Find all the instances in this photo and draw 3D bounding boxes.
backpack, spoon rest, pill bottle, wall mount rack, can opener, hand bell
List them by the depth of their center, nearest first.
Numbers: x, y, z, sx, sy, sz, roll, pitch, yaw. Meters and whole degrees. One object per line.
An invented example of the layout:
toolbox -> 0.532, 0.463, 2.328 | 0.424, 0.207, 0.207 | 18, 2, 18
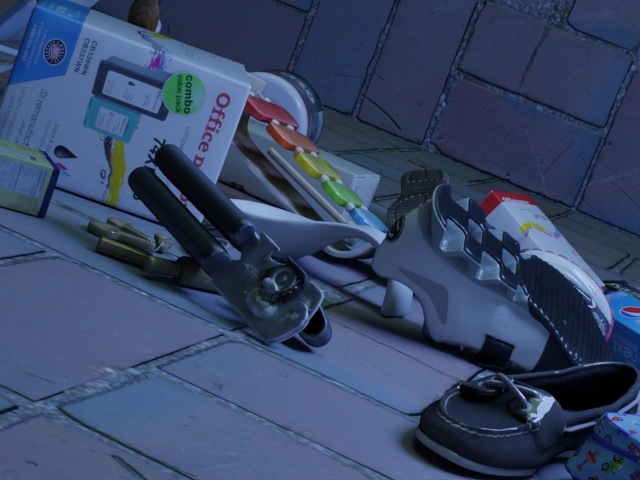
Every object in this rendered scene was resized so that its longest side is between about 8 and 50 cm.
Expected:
backpack -> 0.315, 0.203, 1.391 | 0.173, 0.117, 0.158 | 25, 9, 36
can opener -> -0.091, 0.013, 1.596 | 0.283, 0.076, 0.095 | 45, -7, 36
spoon rest -> 0.000, 0.000, 1.904 | 0.276, 0.084, 0.137 | 28, 12, 30
hand bell -> -0.245, -0.246, 2.054 | 0.126, 0.242, 0.126 | 9, 54, -12
wall mount rack -> -0.400, -0.305, 2.262 | 0.304, 0.350, 0.130 | 7, 52, -61
pill bottle -> -0.080, -0.202, 2.583 | 0.161, 0.161, 0.283 | 22, 10, 5

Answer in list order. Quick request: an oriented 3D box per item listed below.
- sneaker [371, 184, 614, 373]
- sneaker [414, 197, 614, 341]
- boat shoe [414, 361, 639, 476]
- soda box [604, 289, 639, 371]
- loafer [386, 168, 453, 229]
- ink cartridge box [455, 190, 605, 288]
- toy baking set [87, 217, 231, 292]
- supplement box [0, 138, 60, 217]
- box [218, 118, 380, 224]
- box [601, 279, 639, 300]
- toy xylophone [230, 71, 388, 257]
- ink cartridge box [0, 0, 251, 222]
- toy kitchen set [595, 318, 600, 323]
sneaker -> 0.198, 0.083, 1.788 | 0.330, 0.146, 0.122 | 42, 33, -15
sneaker -> 0.233, 0.066, 2.010 | 0.299, 0.121, 0.112 | 27, 42, 4
boat shoe -> 0.202, 0.154, 1.462 | 0.112, 0.095, 0.335 | 28, 12, 35
soda box -> 0.426, 0.138, 2.026 | 0.067, 0.071, 0.210 | -12, 25, -24
loafer -> 0.160, -0.029, 2.365 | 0.102, 0.092, 0.268 | -4, 21, 12
ink cartridge box -> 0.290, 0.005, 2.254 | 0.231, 0.078, 0.134 | 52, 22, 21
toy baking set -> -0.136, 0.014, 1.697 | 0.256, 0.030, 0.197 | 15, 12, -31
supplement box -> -0.333, -0.071, 1.670 | 0.083, 0.056, 0.083 | 16, 11, -26
box -> -0.061, -0.106, 2.310 | 0.275, 0.094, 0.113 | 25, 11, 20
box -> 0.526, 0.138, 2.319 | 0.270, 0.060, 0.216 | 26, 12, 27
toy xylophone -> -0.015, -0.088, 2.100 | 0.323, 0.081, 0.236 | 47, 10, 3
ink cartridge box -> -0.244, -0.157, 1.906 | 0.270, 0.198, 0.197 | 19, 10, -9
toy kitchen set -> 0.290, 0.113, 1.921 | 0.083, 0.075, 0.068 | 28, 10, 14
